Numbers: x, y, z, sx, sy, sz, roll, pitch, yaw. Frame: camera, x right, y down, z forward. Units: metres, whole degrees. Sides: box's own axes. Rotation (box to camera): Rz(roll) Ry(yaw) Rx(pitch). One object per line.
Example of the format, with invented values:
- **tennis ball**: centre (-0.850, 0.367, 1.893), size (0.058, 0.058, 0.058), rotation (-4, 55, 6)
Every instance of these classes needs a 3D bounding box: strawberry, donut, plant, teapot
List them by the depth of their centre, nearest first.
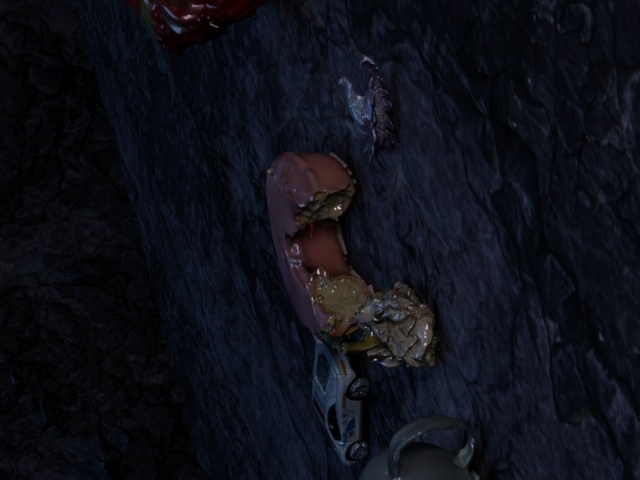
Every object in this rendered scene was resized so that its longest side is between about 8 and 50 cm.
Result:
- **teapot**: centre (0.117, 0.306, 1.932), size (0.193, 0.129, 0.294), rotation (-124, 27, -53)
- **plant**: centre (0.067, 0.109, 1.961), size (0.104, 0.122, 0.116), rotation (59, 153, 18)
- **donut**: centre (0.000, 0.000, 2.166), size (0.199, 0.085, 0.233), rotation (-142, 40, -66)
- **strawberry**: centre (-0.143, -0.370, 2.172), size (0.261, 0.257, 0.261), rotation (42, 154, 26)

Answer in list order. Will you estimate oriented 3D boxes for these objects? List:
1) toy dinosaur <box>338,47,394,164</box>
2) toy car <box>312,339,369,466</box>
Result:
- **toy dinosaur**: centre (0.051, -0.139, 1.926), size (0.209, 0.039, 0.082), rotation (79, 167, -58)
- **toy car**: centre (0.023, 0.208, 2.334), size (0.095, 0.056, 0.205), rotation (-120, 22, -44)
